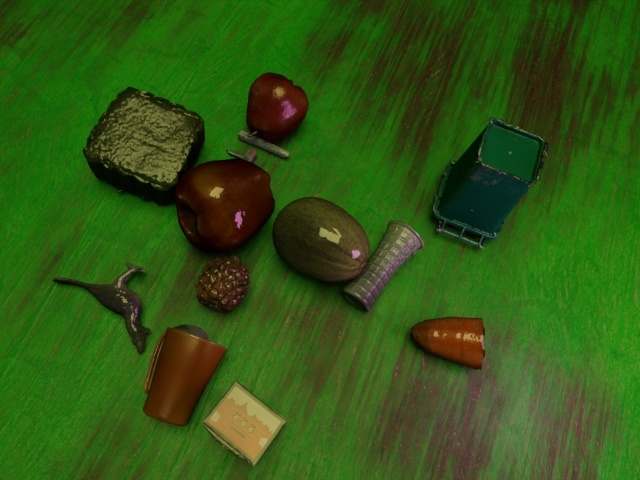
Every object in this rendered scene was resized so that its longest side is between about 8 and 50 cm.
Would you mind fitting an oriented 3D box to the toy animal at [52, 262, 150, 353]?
[{"bbox_3d":[-0.623,0.152,1.520,0.367,0.081,0.205,36,79,9],"label":"toy animal"}]

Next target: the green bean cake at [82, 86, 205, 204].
[{"bbox_3d":[-0.578,-0.304,1.669,0.319,0.218,0.334,24,73,-4],"label":"green bean cake"}]

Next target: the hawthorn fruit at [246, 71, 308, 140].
[{"bbox_3d":[-0.173,-0.465,1.780,0.224,0.224,0.260,34,88,9],"label":"hawthorn fruit"}]

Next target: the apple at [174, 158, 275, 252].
[{"bbox_3d":[-0.308,-0.117,1.574,0.317,0.288,0.288,-34,74,-32],"label":"apple"}]

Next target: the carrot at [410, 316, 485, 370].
[{"bbox_3d":[0.393,0.310,1.537,0.225,0.159,0.158,5,66,7],"label":"carrot"}]

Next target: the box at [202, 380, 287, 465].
[{"bbox_3d":[-0.205,0.505,1.353,0.178,0.195,0.148,36,67,9],"label":"box"}]

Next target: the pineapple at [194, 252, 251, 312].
[{"bbox_3d":[-0.293,0.121,1.534,0.167,0.166,0.192,16,65,1],"label":"pineapple"}]

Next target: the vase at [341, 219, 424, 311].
[{"bbox_3d":[0.198,0.087,1.613,0.143,0.143,0.298,36,71,9],"label":"vase"}]

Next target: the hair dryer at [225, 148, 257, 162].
[{"bbox_3d":[-0.292,-0.312,1.789,0.115,0.037,0.063,23,64,12],"label":"hair dryer"}]

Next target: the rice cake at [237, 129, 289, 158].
[{"bbox_3d":[-0.206,-0.349,1.812,0.208,0.033,0.033,24,65,5],"label":"rice cake"}]

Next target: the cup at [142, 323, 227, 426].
[{"bbox_3d":[-0.409,0.374,1.421,0.226,0.182,0.263,8,69,34],"label":"cup"}]

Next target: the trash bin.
[{"bbox_3d":[0.541,-0.183,1.629,0.260,0.381,0.294,22,67,5],"label":"trash bin"}]

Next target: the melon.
[{"bbox_3d":[0.000,0.000,1.560,0.329,0.248,0.248,29,66,25],"label":"melon"}]
